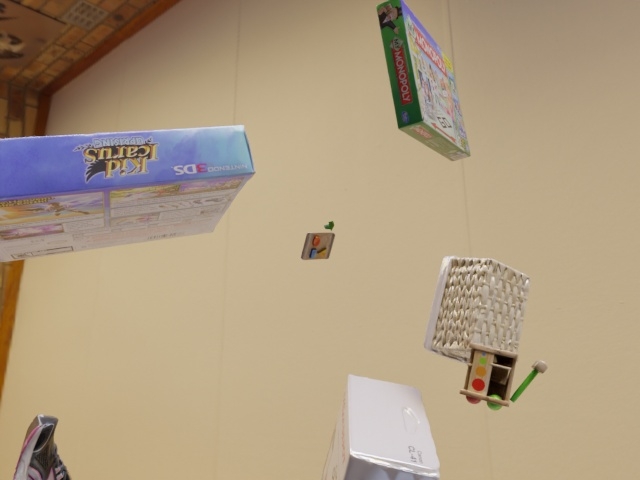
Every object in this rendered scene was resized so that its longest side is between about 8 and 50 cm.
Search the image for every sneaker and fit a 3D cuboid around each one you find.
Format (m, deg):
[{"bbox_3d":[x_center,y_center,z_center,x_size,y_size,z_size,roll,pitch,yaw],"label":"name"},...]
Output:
[{"bbox_3d":[-0.390,0.330,0.702,0.072,0.077,0.178,40,-66,62],"label":"sneaker"}]

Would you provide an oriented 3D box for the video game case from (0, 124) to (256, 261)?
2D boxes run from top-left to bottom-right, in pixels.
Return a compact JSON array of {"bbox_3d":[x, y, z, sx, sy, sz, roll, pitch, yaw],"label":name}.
[{"bbox_3d":[-0.237,-0.047,0.561,0.244,0.270,0.061,-30,-108,64],"label":"video game case"}]

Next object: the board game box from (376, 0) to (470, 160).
[{"bbox_3d":[0.201,-0.279,0.920,0.046,0.317,0.213,-12,-97,29],"label":"board game box"}]

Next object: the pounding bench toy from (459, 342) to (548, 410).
[{"bbox_3d":[0.204,0.158,0.554,0.083,0.052,0.065,10,-103,24],"label":"pounding bench toy"}]

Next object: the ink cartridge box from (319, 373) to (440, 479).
[{"bbox_3d":[0.069,0.403,0.774,0.131,0.226,0.306,12,-76,-1],"label":"ink cartridge box"}]

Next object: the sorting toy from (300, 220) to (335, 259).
[{"bbox_3d":[0.000,0.000,0.934,0.012,0.062,0.083,41,-57,50],"label":"sorting toy"}]

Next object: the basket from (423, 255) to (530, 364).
[{"bbox_3d":[0.256,0.115,0.804,0.103,0.113,0.167,-13,-122,62],"label":"basket"}]
